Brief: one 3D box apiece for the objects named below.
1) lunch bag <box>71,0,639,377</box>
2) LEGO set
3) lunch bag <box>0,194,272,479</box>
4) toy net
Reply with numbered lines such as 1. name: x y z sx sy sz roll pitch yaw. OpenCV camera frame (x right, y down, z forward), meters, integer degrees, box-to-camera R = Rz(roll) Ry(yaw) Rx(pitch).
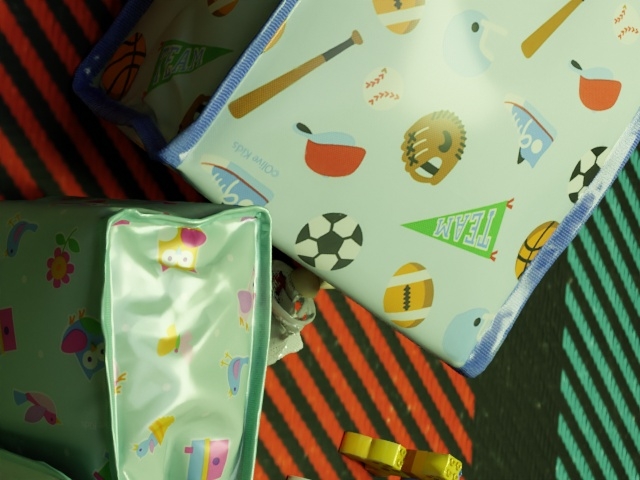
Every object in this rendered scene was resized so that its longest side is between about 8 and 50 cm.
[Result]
1. lunch bag: 0.070 -0.159 1.363 0.328 0.239 0.385 34 92 -35
2. LEGO set: 0.082 0.216 1.585 0.227 0.093 0.087 34 67 -44
3. lunch bag: -0.150 0.104 1.216 0.160 0.223 0.262 -3 96 -43
4. toy net: 0.000 0.000 1.518 0.232 0.045 0.122 -57 131 -31
